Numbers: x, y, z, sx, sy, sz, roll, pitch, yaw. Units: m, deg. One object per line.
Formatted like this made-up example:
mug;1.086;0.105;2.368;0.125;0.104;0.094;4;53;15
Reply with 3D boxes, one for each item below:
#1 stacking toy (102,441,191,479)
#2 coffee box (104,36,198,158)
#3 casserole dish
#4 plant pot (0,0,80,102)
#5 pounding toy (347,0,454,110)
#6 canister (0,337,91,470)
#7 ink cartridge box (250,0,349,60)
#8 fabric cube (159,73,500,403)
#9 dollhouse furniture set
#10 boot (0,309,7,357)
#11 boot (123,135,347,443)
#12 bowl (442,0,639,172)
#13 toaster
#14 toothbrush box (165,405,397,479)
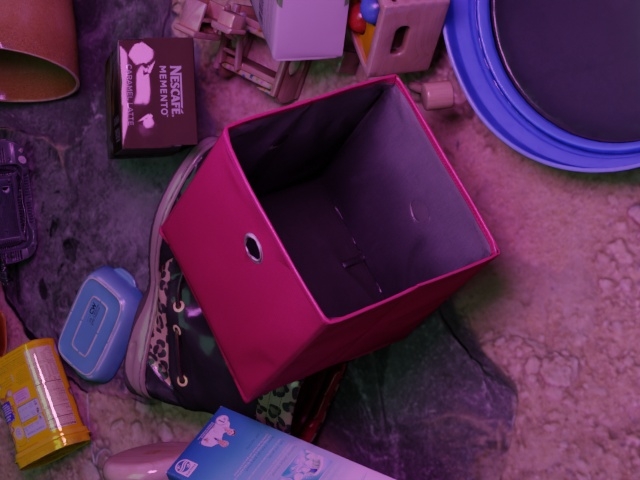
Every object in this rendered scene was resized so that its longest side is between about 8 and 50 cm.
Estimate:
stacking toy;-0.211;0.456;1.883;0.141;0.141;0.330;-5;96;34
coffee box;-0.229;-0.184;1.785;0.246;0.098;0.141;-174;81;-77
casserole dish;-0.330;0.126;1.989;0.114;0.037;0.188;37;111;26
plant pot;-0.461;-0.357;1.955;0.237;0.237;0.254;-7;74;34
pounding toy;0.087;-0.239;1.613;0.181;0.094;0.206;104;152;-56
canister;-0.427;0.246;2.038;0.126;0.073;0.170;-29;75;32
ink cartridge box;-0.034;-0.346;1.648;0.219;0.092;0.160;-110;21;-47
fabric cube;0.000;0.000;1.581;0.254;0.259;0.258;62;147;13
dollhouse furniture set;-0.076;-0.229;1.726;0.182;0.161;0.101;29;108;30
boot;-0.584;0.167;2.099;0.211;0.104;0.295;11;126;19
boot;-0.095;0.077;1.772;0.284;0.138;0.377;23;101;28
bowl;0.317;-0.270;1.497;0.391;0.077;0.391;6;100;37
toaster;-0.526;-0.044;2.057;0.146;0.129;0.227;-4;96;37
toothbrush box;-0.021;0.361;1.685;0.295;0.126;0.216;18;141;30
